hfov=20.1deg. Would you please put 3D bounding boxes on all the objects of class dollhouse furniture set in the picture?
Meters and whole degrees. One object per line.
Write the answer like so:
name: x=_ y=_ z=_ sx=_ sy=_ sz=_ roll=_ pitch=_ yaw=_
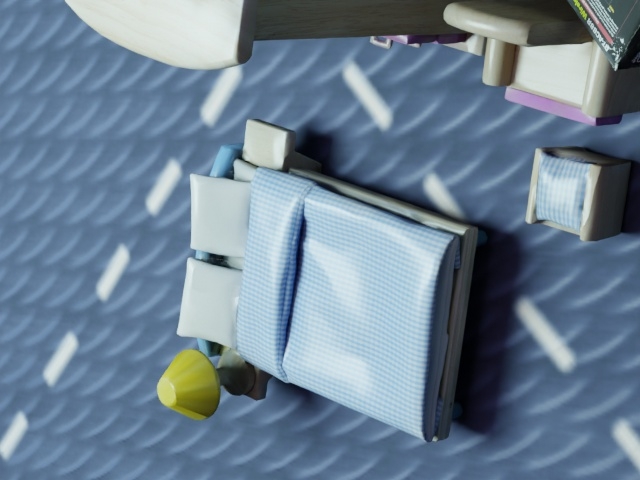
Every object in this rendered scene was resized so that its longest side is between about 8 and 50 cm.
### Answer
dollhouse furniture set: x=0.000 y=0.000 z=0.977 sx=0.286 sy=0.198 sz=0.303 roll=23 pitch=112 yaw=41

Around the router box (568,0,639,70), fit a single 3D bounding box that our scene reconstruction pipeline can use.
router box: x=0.139 y=-0.155 z=0.839 sx=0.122 sy=0.038 sz=0.092 roll=62 pitch=147 yaw=27
